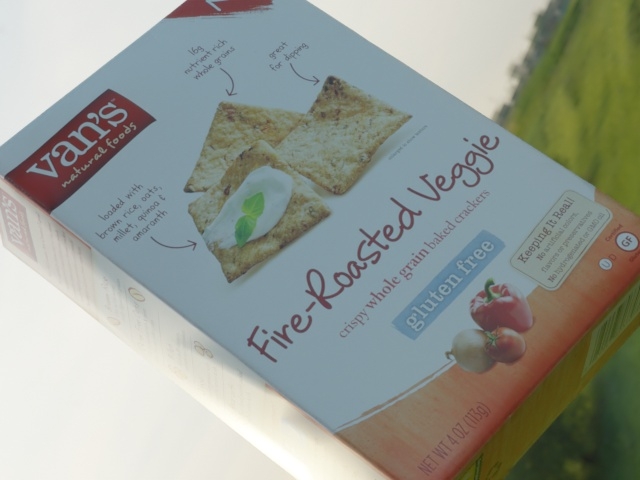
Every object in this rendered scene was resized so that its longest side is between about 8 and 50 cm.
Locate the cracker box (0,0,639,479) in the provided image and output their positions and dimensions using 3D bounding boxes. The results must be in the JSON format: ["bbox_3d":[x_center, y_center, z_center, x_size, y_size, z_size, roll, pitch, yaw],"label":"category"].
[{"bbox_3d":[0.000,0.000,0.653,0.155,0.232,0.067,-44,-25,-27],"label":"cracker box"}]
